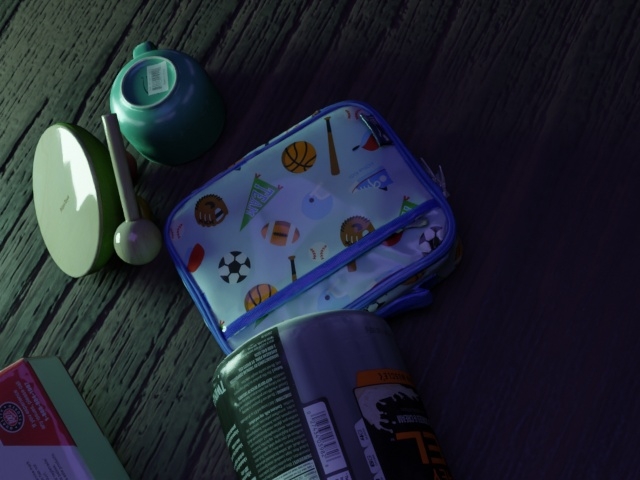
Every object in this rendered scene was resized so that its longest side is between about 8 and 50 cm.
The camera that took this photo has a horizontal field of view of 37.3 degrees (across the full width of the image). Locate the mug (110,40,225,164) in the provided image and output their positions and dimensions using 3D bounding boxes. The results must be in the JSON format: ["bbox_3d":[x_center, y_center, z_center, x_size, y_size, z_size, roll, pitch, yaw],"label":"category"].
[{"bbox_3d":[-0.204,-0.178,1.180,0.158,0.097,0.129,30,78,24],"label":"mug"}]

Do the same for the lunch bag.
[{"bbox_3d":[0.000,0.000,1.044,0.303,0.115,0.243,-32,65,1],"label":"lunch bag"}]

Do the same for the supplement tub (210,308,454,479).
[{"bbox_3d":[0.028,0.240,0.886,0.194,0.193,0.315,-23,64,4],"label":"supplement tub"}]

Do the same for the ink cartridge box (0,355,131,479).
[{"bbox_3d":[-0.358,0.273,0.988,0.273,0.114,0.197,-31,84,-1],"label":"ink cartridge box"}]

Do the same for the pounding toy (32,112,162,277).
[{"bbox_3d":[-0.243,-0.055,1.125,0.237,0.110,0.182,-4,96,52],"label":"pounding toy"}]
